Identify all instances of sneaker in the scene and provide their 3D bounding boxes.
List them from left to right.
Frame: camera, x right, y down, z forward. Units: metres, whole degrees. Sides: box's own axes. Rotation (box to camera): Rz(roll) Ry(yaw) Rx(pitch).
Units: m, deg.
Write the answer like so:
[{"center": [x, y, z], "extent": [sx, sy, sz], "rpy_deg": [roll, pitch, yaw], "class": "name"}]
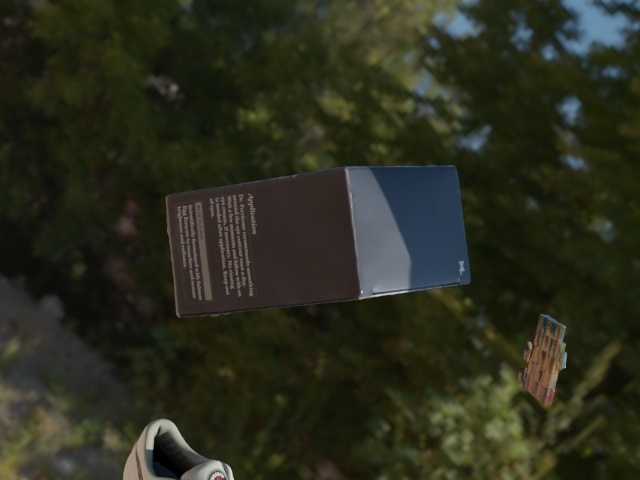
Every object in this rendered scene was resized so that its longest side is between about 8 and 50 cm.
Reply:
[{"center": [-0.133, 0.344, 1.982], "extent": [0.330, 0.122, 0.146], "rpy_deg": [42, -47, 32], "class": "sneaker"}]

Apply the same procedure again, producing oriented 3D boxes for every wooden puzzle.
[{"center": [0.141, 0.074, 1.045], "extent": [0.006, 0.049, 0.083], "rpy_deg": [12, 6, -9], "class": "wooden puzzle"}]

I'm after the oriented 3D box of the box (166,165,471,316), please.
[{"center": [0.000, 0.000, 1.201], "extent": [0.156, 0.158, 0.093], "rpy_deg": [-5, 88, -57], "class": "box"}]
